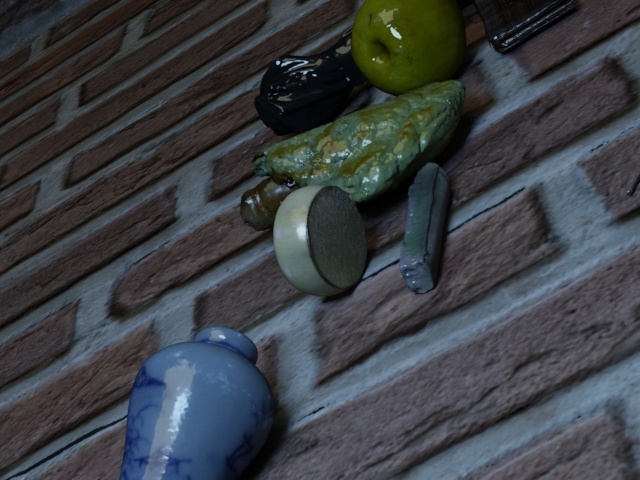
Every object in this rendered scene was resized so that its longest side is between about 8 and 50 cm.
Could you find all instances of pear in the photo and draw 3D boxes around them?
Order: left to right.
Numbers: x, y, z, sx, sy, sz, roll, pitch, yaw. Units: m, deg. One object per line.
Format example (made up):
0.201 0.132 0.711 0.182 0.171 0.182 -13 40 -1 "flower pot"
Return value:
0.114 -0.261 1.845 0.149 0.149 0.162 -15 11 38 "pear"

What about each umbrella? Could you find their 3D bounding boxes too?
0.059 -0.261 1.971 0.340 0.118 0.118 -36 24 -2 "umbrella"

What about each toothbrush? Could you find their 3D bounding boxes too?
0.323 -0.077 1.412 0.008 0.006 0.097 -4 39 44 "toothbrush"

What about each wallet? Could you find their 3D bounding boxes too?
0.264 -0.325 1.899 0.124 0.042 0.230 -32 22 13 "wallet"

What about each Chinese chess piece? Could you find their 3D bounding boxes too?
0.000 0.000 1.549 0.051 0.122 0.122 -11 34 35 "Chinese chess piece"

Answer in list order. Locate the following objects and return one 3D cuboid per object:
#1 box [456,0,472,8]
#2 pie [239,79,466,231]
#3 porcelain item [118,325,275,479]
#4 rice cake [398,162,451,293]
0.190 -0.369 2.057 0.074 0.054 0.099 -28 25 12 "box"
0.045 -0.115 1.730 0.274 0.105 0.257 -14 23 38 "pie"
-0.127 0.197 1.354 0.141 0.141 0.259 -17 38 36 "porcelain item"
0.114 -0.018 1.533 0.036 0.047 0.206 -10 33 17 "rice cake"
